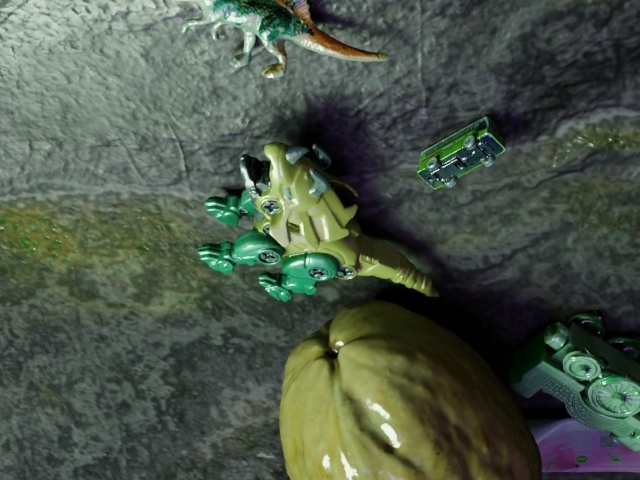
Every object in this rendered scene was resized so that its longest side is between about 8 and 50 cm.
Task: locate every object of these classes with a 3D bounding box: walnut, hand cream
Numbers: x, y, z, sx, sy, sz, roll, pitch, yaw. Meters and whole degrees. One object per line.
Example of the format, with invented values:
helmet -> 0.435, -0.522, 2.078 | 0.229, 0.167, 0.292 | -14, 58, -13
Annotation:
walnut -> 0.079, 0.197, 1.764 | 0.227, 0.283, 0.283 | -29, 124, 16
hand cream -> 0.302, 0.208, 1.876 | 0.275, 0.050, 0.079 | -1, 160, 6

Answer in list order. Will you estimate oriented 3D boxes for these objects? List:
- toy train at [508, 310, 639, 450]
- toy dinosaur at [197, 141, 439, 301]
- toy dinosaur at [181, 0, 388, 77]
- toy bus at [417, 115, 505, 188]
toy train -> 0.277, 0.143, 1.789 | 0.178, 0.071, 0.104 | 32, 131, -17
toy dinosaur -> 0.000, 0.000, 1.704 | 0.153, 0.094, 0.259 | -23, 134, 35
toy dinosaur -> -0.042, -0.193, 1.552 | 0.187, 0.044, 0.106 | -1, 119, 15
toy bus -> 0.125, -0.077, 1.628 | 0.083, 0.037, 0.031 | -30, 121, 33
